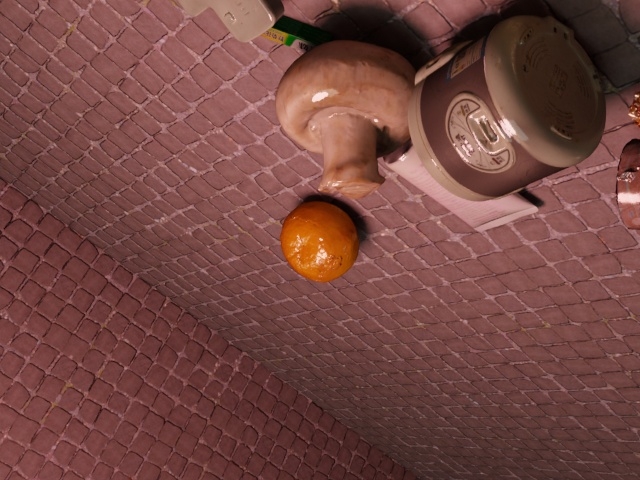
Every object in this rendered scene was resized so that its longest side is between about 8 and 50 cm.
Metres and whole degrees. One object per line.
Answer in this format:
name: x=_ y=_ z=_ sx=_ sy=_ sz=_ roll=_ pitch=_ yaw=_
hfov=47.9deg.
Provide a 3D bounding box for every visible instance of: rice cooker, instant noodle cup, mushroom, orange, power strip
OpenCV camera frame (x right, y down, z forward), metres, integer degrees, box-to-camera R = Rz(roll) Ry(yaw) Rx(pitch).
rice cooker: x=0.314 y=-0.224 z=1.261 sx=0.288 sy=0.288 sz=0.277 roll=38 pitch=149 yaw=-19
instant noodle cup: x=0.654 y=-0.100 z=1.271 sx=0.207 sy=0.217 sz=0.217 roll=4 pitch=144 yaw=44
mushroom: x=0.058 y=-0.233 z=1.404 sx=0.298 sy=0.289 sz=0.297 roll=2 pitch=156 yaw=1
orange: x=-0.001 y=0.002 z=1.925 sx=0.219 sy=0.193 sz=0.219 roll=18 pitch=113 yaw=50
power strip: x=-0.208 y=-0.501 z=1.387 sx=0.194 sy=0.059 sz=0.265 roll=-15 pitch=121 yaw=47

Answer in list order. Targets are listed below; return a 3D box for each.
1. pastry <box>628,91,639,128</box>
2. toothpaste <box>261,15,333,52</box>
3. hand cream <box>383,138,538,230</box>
pastry: x=0.619 y=-0.229 z=1.230 sx=0.170 sy=0.063 sz=0.087 roll=5 pitch=114 yaw=36
toothpaste: x=-0.065 y=-0.423 z=1.463 sx=0.179 sy=0.043 sz=0.037 roll=22 pitch=150 yaw=6
hand cream: x=0.299 y=-0.133 z=1.595 sx=0.359 sy=0.118 sz=0.186 roll=32 pitch=147 yaw=-25
